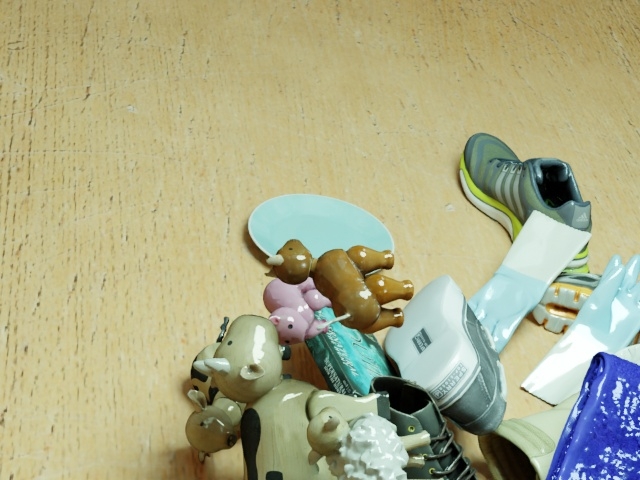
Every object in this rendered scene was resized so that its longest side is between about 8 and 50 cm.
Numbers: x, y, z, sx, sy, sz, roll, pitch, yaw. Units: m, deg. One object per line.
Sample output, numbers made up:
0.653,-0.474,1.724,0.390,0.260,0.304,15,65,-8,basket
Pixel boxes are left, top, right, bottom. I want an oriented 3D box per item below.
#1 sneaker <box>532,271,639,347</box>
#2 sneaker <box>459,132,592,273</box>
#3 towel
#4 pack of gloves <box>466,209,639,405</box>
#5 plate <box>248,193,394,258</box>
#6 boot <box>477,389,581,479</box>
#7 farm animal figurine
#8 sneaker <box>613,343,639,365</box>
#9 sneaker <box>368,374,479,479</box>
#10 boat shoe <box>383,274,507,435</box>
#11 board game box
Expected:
0.370,0.084,1.672,0.215,0.084,0.083,18,28,10,sneaker
0.286,-0.072,1.843,0.111,0.121,0.300,-4,36,-25,sneaker
0.364,0.257,1.281,0.308,0.076,0.227,23,72,2,towel
0.278,0.070,1.605,0.195,0.046,0.232,27,61,25,pack of gloves
0.000,0.000,1.725,0.188,0.024,0.188,8,33,-5,plate
0.304,0.251,1.378,0.203,0.095,0.262,-13,43,-31,boot
-0.042,0.159,1.294,0.172,0.330,0.327,-1,63,-24,farm animal figurine
0.417,0.157,1.573,0.235,0.090,0.095,4,-3,-24,sneaker
0.120,0.228,1.325,0.222,0.118,0.083,28,35,22,sneaker
0.147,0.127,1.498,0.102,0.108,0.301,43,7,-12,boat shoe
0.037,0.132,1.475,0.126,0.026,0.186,30,19,-38,board game box
